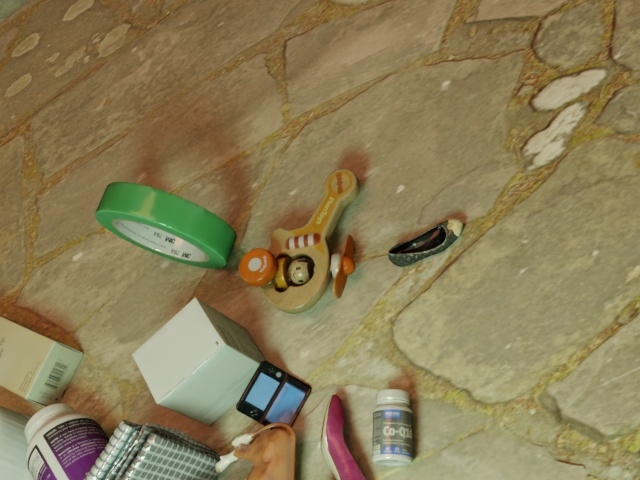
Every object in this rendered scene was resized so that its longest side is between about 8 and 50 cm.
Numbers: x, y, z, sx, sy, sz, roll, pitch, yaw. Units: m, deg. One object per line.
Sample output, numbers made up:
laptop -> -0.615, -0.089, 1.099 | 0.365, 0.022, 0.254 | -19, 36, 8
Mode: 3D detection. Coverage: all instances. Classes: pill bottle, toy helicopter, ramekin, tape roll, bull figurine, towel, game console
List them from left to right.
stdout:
ramekin -> -0.808, 0.521, 2.052 | 0.277, 0.135, 0.277 | -22, 46, 25
pill bottle -> -0.533, 0.511, 1.906 | 0.181, 0.181, 0.323 | -48, 53, 0
towel -> -0.339, 0.500, 1.739 | 0.121, 0.284, 0.235 | 28, 83, 35
tape roll -> -0.357, -0.031, 1.995 | 0.321, 0.321, 0.077 | 10, 71, 33
bull figurine -> -0.117, 0.522, 1.717 | 0.189, 0.101, 0.310 | -9, 62, 28
game console -> -0.100, 0.335, 1.824 | 0.122, 0.107, 0.071 | -60, 25, -10
toy helicopter -> 0.000, 0.000, 1.899 | 0.235, 0.140, 0.355 | 19, 73, 33
pill bottle -> 0.140, 0.363, 1.668 | 0.078, 0.078, 0.137 | -10, 62, 25

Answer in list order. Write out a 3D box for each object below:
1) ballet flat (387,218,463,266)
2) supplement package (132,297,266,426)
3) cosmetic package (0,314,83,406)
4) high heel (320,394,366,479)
ballet flat -> 0.224, 0.005, 1.821 | 0.173, 0.049, 0.057 | -31, 56, 13
supplement package -> -0.254, 0.265, 1.861 | 0.194, 0.203, 0.149 | -41, 53, 4
cosmetic package -> -0.771, 0.298, 2.192 | 0.310, 0.113, 0.160 | 15, 74, 33
high heel -> 0.059, 0.422, 1.703 | 0.117, 0.082, 0.244 | 6, 49, -2
